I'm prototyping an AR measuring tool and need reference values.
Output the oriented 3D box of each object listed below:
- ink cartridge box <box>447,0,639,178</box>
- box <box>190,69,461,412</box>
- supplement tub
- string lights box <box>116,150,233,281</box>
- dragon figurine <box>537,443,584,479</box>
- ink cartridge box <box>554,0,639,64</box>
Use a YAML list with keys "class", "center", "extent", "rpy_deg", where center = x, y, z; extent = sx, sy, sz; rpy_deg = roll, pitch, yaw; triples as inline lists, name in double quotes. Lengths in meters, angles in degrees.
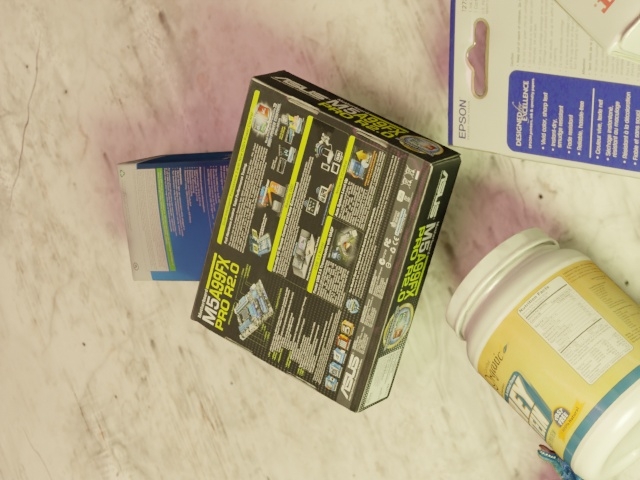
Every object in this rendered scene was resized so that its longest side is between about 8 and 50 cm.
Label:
- class: "ink cartridge box"
  center: [0.273, -0.144, 1.504]
  extent: [0.371, 0.069, 0.175]
  rpy_deg: [12, 109, 37]
- class: "box"
  center: [0.000, 0.000, 1.696]
  extent: [0.216, 0.060, 0.270]
  rpy_deg: [27, 115, 27]
- class: "supplement tub"
  center: [0.221, 0.099, 1.554]
  extent: [0.199, 0.144, 0.144]
  rpy_deg: [46, 127, 25]
- class: "string lights box"
  center: [-0.097, -0.026, 1.858]
  extent: [0.260, 0.077, 0.133]
  rpy_deg: [0, 101, 42]
- class: "dragon figurine"
  center: [0.262, 0.304, 1.608]
  extent: [0.144, 0.085, 0.289]
  rpy_deg: [-44, 69, 40]
- class: "ink cartridge box"
  center: [0.237, -0.305, 1.409]
  extent: [0.211, 0.122, 0.289]
  rpy_deg: [-51, 58, 23]
